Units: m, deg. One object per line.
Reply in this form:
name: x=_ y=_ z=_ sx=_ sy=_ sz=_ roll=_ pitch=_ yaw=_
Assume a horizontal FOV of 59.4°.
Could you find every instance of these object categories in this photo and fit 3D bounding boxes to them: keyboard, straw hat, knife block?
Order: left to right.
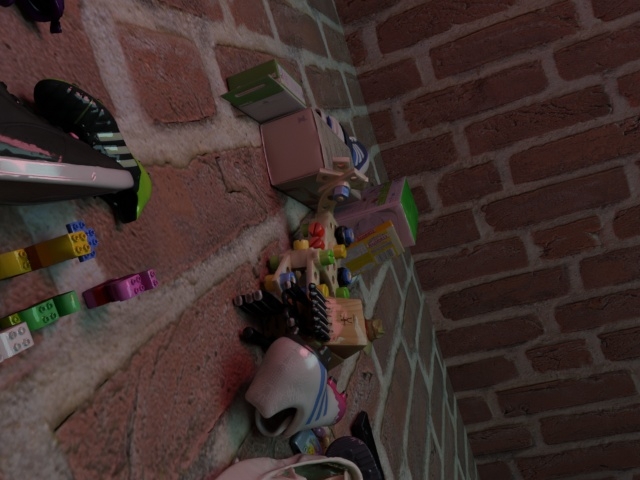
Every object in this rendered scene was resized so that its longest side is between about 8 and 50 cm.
knife block: x=-0.055 y=0.159 z=0.979 sx=0.276 sy=0.242 sz=0.088 roll=131 pitch=-41 yaw=-53
straw hat: x=0.148 y=0.249 z=1.574 sx=0.144 sy=0.061 sz=0.144 roll=-15 pitch=90 yaw=-74
keyboard: x=0.123 y=0.561 z=1.250 sx=0.201 sy=0.033 sz=0.317 roll=-1 pitch=75 yaw=-81

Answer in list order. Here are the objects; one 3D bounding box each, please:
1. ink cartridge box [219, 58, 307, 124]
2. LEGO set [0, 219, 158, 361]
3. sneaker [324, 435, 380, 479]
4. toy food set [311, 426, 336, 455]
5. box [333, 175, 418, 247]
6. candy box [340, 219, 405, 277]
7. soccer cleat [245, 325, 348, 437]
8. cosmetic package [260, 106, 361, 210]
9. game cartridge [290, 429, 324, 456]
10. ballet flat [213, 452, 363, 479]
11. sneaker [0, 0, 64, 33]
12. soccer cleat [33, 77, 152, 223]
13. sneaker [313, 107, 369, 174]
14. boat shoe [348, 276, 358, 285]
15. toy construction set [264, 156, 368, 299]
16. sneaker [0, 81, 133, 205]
ink cartridge box: x=-0.115 y=-0.303 z=1.128 sx=0.209 sy=0.109 sz=0.062 roll=11 pitch=64 yaw=-72
LEGO set: x=-0.221 y=0.031 z=0.487 sx=0.227 sy=0.093 sz=0.087 roll=-41 pitch=114 yaw=-72
sneaker: x=0.059 y=0.494 z=0.995 sx=0.131 sy=0.112 sz=0.319 roll=166 pitch=-85 yaw=-84
toy food set: x=-0.004 y=0.381 z=1.023 sx=0.078 sy=0.019 sz=0.122 roll=69 pitch=25 yaw=-18
box: x=0.129 y=-0.057 z=1.491 sx=0.262 sy=0.231 sz=0.127 roll=-62 pitch=133 yaw=-68
candy box: x=0.091 y=0.036 z=1.329 sx=0.105 sy=0.206 sz=0.027 roll=59 pitch=7 yaw=-43
soccer cleat: x=-0.043 y=0.253 z=0.890 sx=0.143 sy=0.116 sz=0.331 roll=-51 pitch=154 yaw=-20
cosmetic package: x=-0.014 y=-0.177 z=1.312 sx=0.296 sy=0.129 sz=0.153 roll=28 pitch=50 yaw=-69
game cartridge: x=-0.020 y=0.359 z=0.961 sx=0.083 sy=0.017 sz=0.056 roll=63 pitch=25 yaw=-14
ballet flat: x=-0.036 y=0.348 z=0.742 sx=0.400 sy=0.139 sz=0.139 roll=29 pitch=47 yaw=-67
sneaker: x=-0.310 y=-0.280 z=0.513 sx=0.223 sy=0.083 sz=0.098 roll=19 pitch=62 yaw=-72
soccer cleat: x=-0.240 y=-0.092 z=0.604 sx=0.179 sy=0.060 sz=0.072 roll=61 pitch=22 yaw=-46
sneaker: x=0.046 y=-0.288 z=1.611 sx=0.323 sy=0.130 sz=0.236 roll=-72 pitch=148 yaw=-53
boat shoe: x=0.080 y=0.082 z=1.518 sx=0.184 sy=0.066 sz=0.063 roll=-93 pitch=161 yaw=-67
toy construction set: x=0.000 y=0.000 z=1.115 sx=0.215 sy=0.151 sz=0.328 roll=54 pitch=47 yaw=-49
sneaker: x=-0.263 y=-0.109 z=0.452 sx=0.295 sy=0.104 sz=0.147 roll=2 pitch=78 yaw=-69
